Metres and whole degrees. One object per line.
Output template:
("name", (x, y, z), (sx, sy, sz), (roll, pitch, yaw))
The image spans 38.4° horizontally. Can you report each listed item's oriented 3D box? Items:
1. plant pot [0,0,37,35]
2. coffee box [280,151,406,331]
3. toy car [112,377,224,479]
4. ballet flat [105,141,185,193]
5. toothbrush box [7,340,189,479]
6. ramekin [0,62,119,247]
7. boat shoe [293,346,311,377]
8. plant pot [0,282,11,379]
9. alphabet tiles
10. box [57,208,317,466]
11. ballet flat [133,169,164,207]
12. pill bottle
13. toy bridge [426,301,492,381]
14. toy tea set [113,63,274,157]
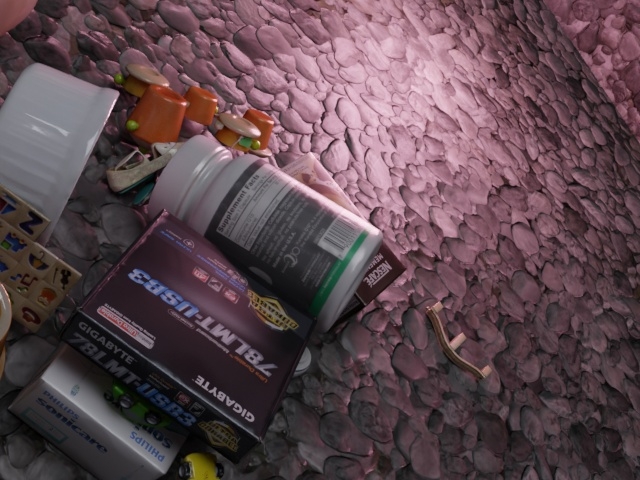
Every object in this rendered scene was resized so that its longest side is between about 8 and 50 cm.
("plant pot", (-0.593, -0.414, 1.422), (0.323, 0.323, 0.280), (48, 24, -3))
("coffee box", (0.000, 0.000, 1.739), (0.297, 0.119, 0.168), (51, 40, 1))
("toy car", (-0.193, 0.248, 1.249), (0.225, 0.053, 0.239), (39, 42, -16))
("ballet flat", (-0.291, -0.139, 1.582), (0.168, 0.057, 0.052), (-32, 111, -18))
("toothbrush box", (-0.272, 0.188, 1.353), (0.216, 0.126, 0.295), (41, 41, -12))
("ramekin", (-0.417, -0.125, 1.357), (0.135, 0.277, 0.277), (26, 46, -14))
("boat shoe", (-0.115, 0.140, 1.556), (0.267, 0.088, 0.096), (36, 42, -15))
("plant pot", (-0.485, 0.121, 1.163), (0.205, 0.188, 0.205), (21, 50, -28))
("alphabet tiles", (-0.460, 0.019, 1.270), (0.237, 0.198, 0.009), (38, 17, -14))
("box", (-0.170, 0.122, 1.288), (0.296, 0.073, 0.293), (37, 30, -5))
("ballet flat", (-0.293, -0.093, 1.613), (0.041, 0.041, 0.114), (31, 45, -20))
("pill bottle", (-0.094, -0.017, 1.552), (0.361, 0.204, 0.204), (31, 41, 7))
("toy bridge", (0.277, 0.213, 1.895), (0.188, 0.026, 0.063), (52, 42, 4))
("toy tea set", (-0.232, -0.206, 1.724), (0.336, 0.124, 0.200), (18, 20, -27))
